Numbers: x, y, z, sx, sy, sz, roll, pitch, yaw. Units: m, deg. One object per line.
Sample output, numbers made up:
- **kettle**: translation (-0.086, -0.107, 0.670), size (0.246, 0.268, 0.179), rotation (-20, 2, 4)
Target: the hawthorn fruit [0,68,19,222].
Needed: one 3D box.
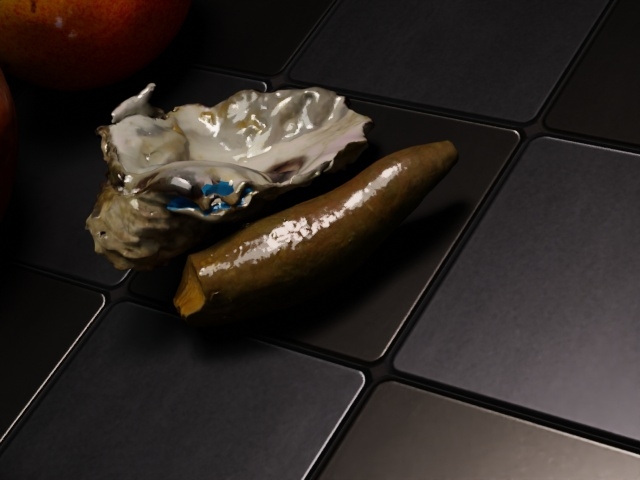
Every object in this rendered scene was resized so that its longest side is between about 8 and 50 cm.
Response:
- **hawthorn fruit**: translation (-0.377, -0.100, 1.376), size (0.277, 0.277, 0.298), rotation (-7, 37, 17)

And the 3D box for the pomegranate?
- **pomegranate**: translation (-0.235, -0.244, 1.456), size (0.221, 0.257, 0.220), rotation (-45, 37, 47)

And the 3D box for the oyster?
- **oyster**: translation (-0.067, -0.059, 1.306), size (0.223, 0.083, 0.214), rotation (-3, 31, 2)

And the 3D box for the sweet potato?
- **sweet potato**: translation (0.000, 0.000, 1.239), size (0.244, 0.077, 0.077), rotation (-26, 44, 1)
